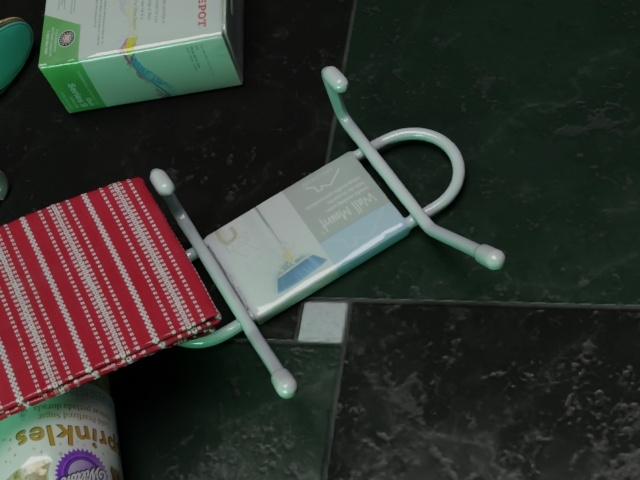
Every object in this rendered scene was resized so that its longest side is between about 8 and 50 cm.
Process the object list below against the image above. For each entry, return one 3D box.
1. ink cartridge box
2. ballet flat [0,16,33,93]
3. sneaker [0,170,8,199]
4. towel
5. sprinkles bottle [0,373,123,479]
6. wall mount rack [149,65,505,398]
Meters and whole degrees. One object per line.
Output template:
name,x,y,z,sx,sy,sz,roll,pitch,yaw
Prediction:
ink cartridge box,-0.197,-0.243,1.258,0.212,0.093,0.154,-9,56,10
ballet flat,-0.411,-0.181,1.288,0.067,0.073,0.206,6,54,34
sneaker,-0.395,-0.035,1.204,0.057,0.047,0.119,21,57,32
towel,-0.248,0.058,0.968,0.275,0.031,0.199,-23,54,-16
sprinkles bottle,-0.224,0.222,0.940,0.121,0.121,0.355,-17,55,2
wall mount rack,0.000,0.000,1.026,0.350,0.130,0.304,-32,56,-7
